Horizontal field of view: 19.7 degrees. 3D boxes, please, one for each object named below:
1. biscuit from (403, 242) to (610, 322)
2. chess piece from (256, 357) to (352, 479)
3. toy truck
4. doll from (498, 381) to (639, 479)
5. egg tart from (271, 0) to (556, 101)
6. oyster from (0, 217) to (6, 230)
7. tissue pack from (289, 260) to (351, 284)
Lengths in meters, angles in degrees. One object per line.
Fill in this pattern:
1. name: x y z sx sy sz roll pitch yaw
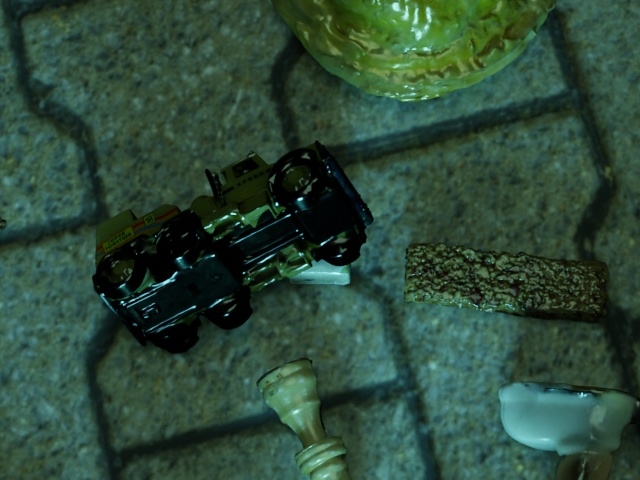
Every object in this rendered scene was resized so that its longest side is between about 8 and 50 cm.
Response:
1. biscuit: 0.179 0.041 1.776 0.199 0.034 0.064 5 69 4
2. chess piece: 0.000 0.196 1.709 0.060 0.060 0.172 -23 72 -8
3. toy truck: -0.086 -0.007 1.735 0.257 0.127 0.127 -25 45 11
4. doll: 0.245 0.301 1.613 0.348 0.161 0.423 22 69 34
5. egg tart: 0.093 -0.297 1.867 0.319 0.128 0.319 0 67 -1
6. oyster: -0.374 -0.030 1.820 0.132 0.029 0.086 29 72 11
7. tissue pack: 0.000 0.000 1.792 0.062 0.042 0.083 2 69 2
